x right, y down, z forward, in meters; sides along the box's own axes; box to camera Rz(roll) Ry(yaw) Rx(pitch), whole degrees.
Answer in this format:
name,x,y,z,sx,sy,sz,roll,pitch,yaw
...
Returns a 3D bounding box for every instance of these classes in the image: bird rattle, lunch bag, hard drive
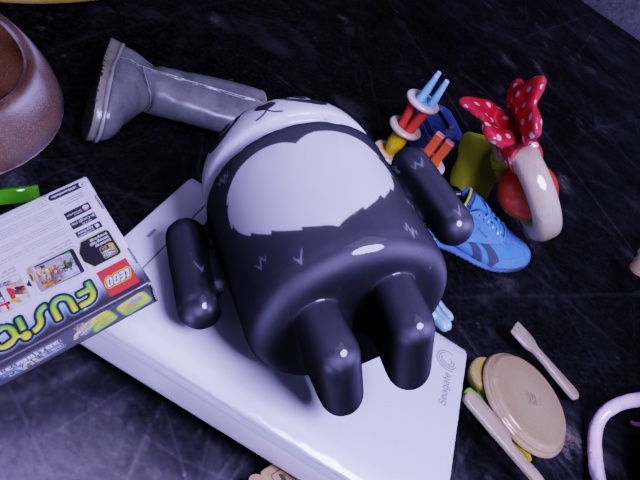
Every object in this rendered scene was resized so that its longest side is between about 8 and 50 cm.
name,x,y,z,sx,sy,sz,roll,pitch,yaw
bird rattle,0.277,-0.101,0.842,0.143,0.253,0.206,-23,81,-2
lunch bag,0.181,-0.174,0.988,0.067,0.065,0.098,9,46,-27
hard drive,-0.030,0.094,0.586,0.353,0.047,0.233,33,34,-2

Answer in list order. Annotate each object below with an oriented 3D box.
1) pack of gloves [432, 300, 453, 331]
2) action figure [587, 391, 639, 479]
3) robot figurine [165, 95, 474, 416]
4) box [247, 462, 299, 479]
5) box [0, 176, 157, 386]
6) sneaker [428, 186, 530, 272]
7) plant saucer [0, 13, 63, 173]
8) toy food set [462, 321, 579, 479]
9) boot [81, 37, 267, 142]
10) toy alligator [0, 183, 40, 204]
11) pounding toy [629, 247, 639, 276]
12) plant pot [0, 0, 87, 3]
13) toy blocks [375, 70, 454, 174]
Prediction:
name,x,y,z,sx,sy,sz,roll,pitch,yaw
pack of gloves,0.062,0.008,0.725,0.195,0.046,0.232,31,29,-48
action figure,0.500,0.151,0.643,0.276,0.370,0.248,25,41,-9
robot figurine,-0.002,-0.001,0.527,0.209,0.173,0.278,10,41,-37
box,-0.031,0.278,0.437,0.164,0.021,0.201,-19,63,-44
box,-0.240,0.045,0.452,0.207,0.036,0.114,-29,68,-20
sneaker,0.215,-0.019,0.848,0.209,0.082,0.069,22,40,-16
plant saucer,-0.417,-0.179,0.613,0.311,0.050,0.310,17,43,-17
toy food set,0.219,0.181,0.694,0.132,0.038,0.192,51,37,9
boot,-0.165,-0.155,0.747,0.209,0.076,0.189,21,43,-25
toy alligator,-0.337,-0.027,0.516,0.190,0.056,0.051,-18,20,-42
pounding toy,0.576,0.069,0.999,0.206,0.094,0.181,13,49,-10
plant pot,-0.400,-0.415,0.747,0.212,0.212,0.187,45,54,12
toy blocks,0.147,-0.151,0.879,0.054,0.148,0.123,-2,52,-35
